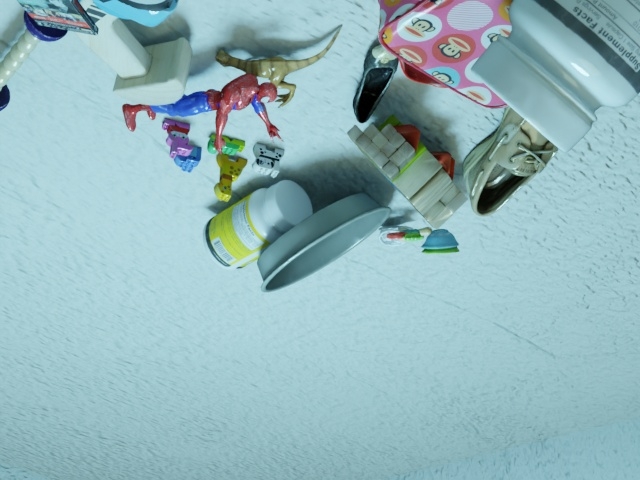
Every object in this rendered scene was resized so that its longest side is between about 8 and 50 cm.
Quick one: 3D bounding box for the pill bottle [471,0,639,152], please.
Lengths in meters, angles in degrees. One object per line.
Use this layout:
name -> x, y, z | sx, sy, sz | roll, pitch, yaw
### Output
pill bottle -> 0.374, -0.302, 1.293 | 0.204, 0.204, 0.361 | 30, 108, -39

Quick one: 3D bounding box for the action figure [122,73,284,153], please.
action figure -> -0.175, -0.191, 1.638 | 0.280, 0.091, 0.139 | -7, 114, 33

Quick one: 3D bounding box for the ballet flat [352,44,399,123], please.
ballet flat -> 0.092, -0.257, 1.650 | 0.057, 0.049, 0.173 | 5, 148, -9

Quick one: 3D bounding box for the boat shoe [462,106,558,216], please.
boat shoe -> 0.359, -0.160, 1.747 | 0.122, 0.110, 0.341 | 10, 147, -16

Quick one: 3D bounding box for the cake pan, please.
cake pan -> 0.000, 0.000, 1.934 | 0.293, 0.054, 0.293 | -31, 170, -6

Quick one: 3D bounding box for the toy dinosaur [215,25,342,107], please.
toy dinosaur -> -0.063, -0.273, 1.613 | 0.211, 0.064, 0.112 | -4, 147, 7

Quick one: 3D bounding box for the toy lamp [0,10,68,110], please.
toy lamp -> -0.495, -0.277, 1.602 | 0.080, 0.080, 0.275 | 24, 139, -34

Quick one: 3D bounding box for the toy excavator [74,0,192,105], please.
toy excavator -> -0.296, -0.365, 1.373 | 0.433, 0.222, 0.445 | 22, 156, -31

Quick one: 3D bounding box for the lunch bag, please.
lunch bag -> 0.231, -0.309, 1.496 | 0.293, 0.120, 0.258 | 25, 141, -35

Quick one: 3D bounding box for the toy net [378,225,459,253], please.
toy net -> 0.165, 0.000, 1.958 | 0.122, 0.045, 0.232 | -7, -174, -25

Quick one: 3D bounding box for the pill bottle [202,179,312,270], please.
pill bottle -> -0.120, -0.031, 1.956 | 0.119, 0.119, 0.208 | 27, 139, -36

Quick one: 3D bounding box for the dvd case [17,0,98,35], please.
dvd case -> -0.339, -0.296, 1.277 | 0.087, 0.013, 0.119 | 12, 169, 11

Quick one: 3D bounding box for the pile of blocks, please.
pile of blocks -> 0.166, -0.141, 1.799 | 0.112, 0.149, 0.362 | -44, 149, 4

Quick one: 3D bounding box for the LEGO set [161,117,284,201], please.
LEGO set -> -0.185, -0.130, 1.816 | 0.227, 0.093, 0.087 | 13, 146, -20
